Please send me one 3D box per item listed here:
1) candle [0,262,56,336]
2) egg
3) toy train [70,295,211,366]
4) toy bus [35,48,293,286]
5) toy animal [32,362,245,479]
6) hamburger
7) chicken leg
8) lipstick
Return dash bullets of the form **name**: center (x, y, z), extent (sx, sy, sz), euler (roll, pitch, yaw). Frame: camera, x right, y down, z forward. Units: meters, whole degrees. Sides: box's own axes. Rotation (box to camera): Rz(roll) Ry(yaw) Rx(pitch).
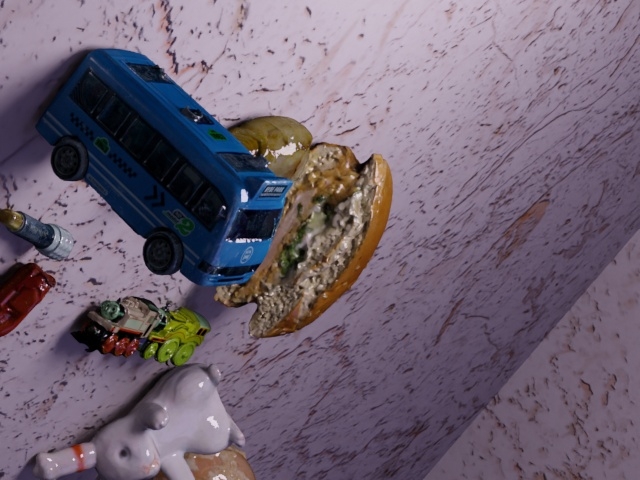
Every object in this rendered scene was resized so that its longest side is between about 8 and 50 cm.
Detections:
- **candle**: center (-0.357, 0.084, 1.775), extent (0.162, 0.053, 0.048), euler (-41, 153, -2)
- **egg**: center (-0.198, 0.393, 2.442), extent (0.233, 0.195, 0.195), euler (-51, 158, 7)
- **toy train**: center (-0.221, 0.111, 2.070), extent (0.085, 0.053, 0.250), euler (-56, 157, 7)
- **toy bus**: center (-0.148, -0.070, 1.594), extent (0.134, 0.246, 0.113), euler (-54, 158, 18)
- **toy animal**: center (-0.235, 0.278, 2.224), extent (0.282, 0.138, 0.140), euler (-37, 123, -30)
- **hamburger**: center (0.000, 0.000, 2.135), extent (0.283, 0.144, 0.156), euler (-51, 158, 11)
- **chicken leg**: center (-0.102, -0.075, 1.891), extent (0.228, 0.088, 0.103), euler (-32, 169, -37)
- **lipstick**: center (-0.299, -0.010, 1.725), extent (0.037, 0.037, 0.116), euler (-46, 155, 3)
